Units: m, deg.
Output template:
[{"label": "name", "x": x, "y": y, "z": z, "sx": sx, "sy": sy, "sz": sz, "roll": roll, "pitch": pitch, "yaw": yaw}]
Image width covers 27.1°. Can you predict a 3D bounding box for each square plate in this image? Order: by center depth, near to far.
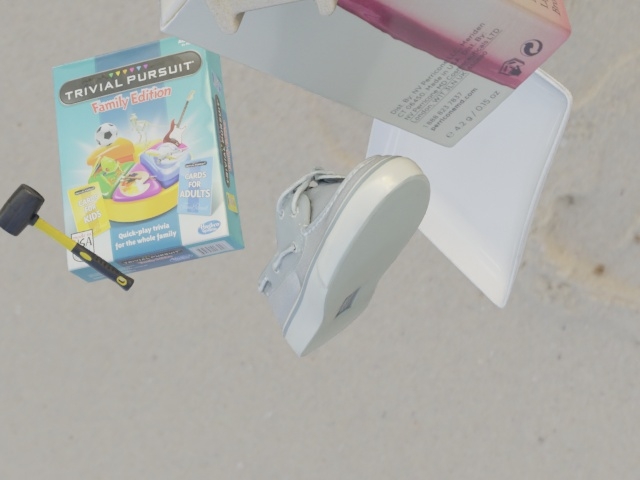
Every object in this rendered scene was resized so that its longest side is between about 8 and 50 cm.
[{"label": "square plate", "x": 0.197, "y": -0.141, "z": 1.799, "sx": 0.344, "sy": 0.049, "sz": 0.347, "roll": 47, "pitch": 139, "yaw": 38}]

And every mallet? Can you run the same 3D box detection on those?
[{"label": "mallet", "x": -0.310, "y": -0.004, "z": 1.661, "sx": 0.189, "sy": 0.039, "sz": 0.062, "roll": 29, "pitch": 96, "yaw": -16}]

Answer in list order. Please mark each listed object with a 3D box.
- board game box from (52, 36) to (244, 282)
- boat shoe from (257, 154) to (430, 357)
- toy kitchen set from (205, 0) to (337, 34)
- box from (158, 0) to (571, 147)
[{"label": "board game box", "x": -0.264, "y": -0.128, "z": 2.005, "sx": 0.253, "sy": 0.336, "sz": 0.079, "roll": -13, "pitch": 161, "yaw": 12}, {"label": "boat shoe", "x": 0.001, "y": 0.000, "z": 0.855, "sx": 0.081, "sy": 0.079, "sz": 0.227, "roll": 50, "pitch": 152, "yaw": 13}, {"label": "toy kitchen set", "x": 0.016, "y": -0.228, "z": 0.744, "sx": 0.166, "sy": 0.207, "sz": 0.122, "roll": -8, "pitch": 126, "yaw": 17}, {"label": "box", "x": 0.023, "y": -0.182, "z": 0.844, "sx": 0.232, "sy": 0.149, "sz": 0.127, "roll": 19, "pitch": 136, "yaw": -32}]
